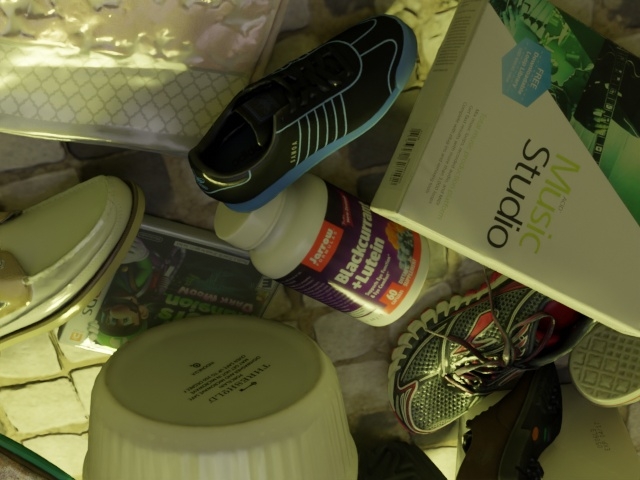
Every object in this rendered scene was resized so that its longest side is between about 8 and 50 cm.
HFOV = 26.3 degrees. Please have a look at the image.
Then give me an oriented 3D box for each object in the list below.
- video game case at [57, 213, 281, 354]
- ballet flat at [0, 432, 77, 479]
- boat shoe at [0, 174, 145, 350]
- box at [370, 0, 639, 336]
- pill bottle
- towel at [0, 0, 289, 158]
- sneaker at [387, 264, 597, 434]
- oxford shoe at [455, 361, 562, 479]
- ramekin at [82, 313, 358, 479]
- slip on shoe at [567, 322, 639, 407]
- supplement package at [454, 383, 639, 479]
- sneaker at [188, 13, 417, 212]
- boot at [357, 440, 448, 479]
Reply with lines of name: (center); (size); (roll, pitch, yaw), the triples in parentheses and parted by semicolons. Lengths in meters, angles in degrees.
video game case: (-0.148, 0.058, 1.386); (0.190, 0.022, 0.173); (15, 124, -21)
ballet flat: (-0.388, 0.202, 1.349); (0.316, 0.107, 0.106); (35, 79, -7)
boat shoe: (-0.297, 0.030, 1.278); (0.302, 0.113, 0.103); (-37, 131, 19)
box: (0.226, -0.069, 1.258); (0.322, 0.058, 0.232); (25, 87, -28)
pill bottle: (0.000, 0.000, 1.310); (0.194, 0.108, 0.108); (26, 120, -28)
towel: (-0.189, -0.214, 1.142); (0.332, 0.053, 0.317); (7, 127, -17)
sneaker: (0.182, 0.103, 1.426); (0.121, 0.112, 0.299); (28, 120, -28)
oxford shoe: (0.198, 0.193, 1.456); (0.096, 0.227, 0.082); (-5, 114, 29)
ramekin: (-0.099, 0.175, 1.314); (0.273, 0.273, 0.127); (-5, 115, -7)
slip on shoe: (0.420, 0.082, 1.467); (0.331, 0.123, 0.101); (-29, 160, 7)
supplement package: (0.254, 0.331, 1.578); (0.175, 0.177, 0.292); (-6, 128, -6)
sneaker: (-0.015, -0.118, 1.191); (0.232, 0.081, 0.090); (-44, 155, 2)
boot: (-0.093, 0.418, 1.536); (0.445, 0.146, 0.367); (-46, 151, 26)
